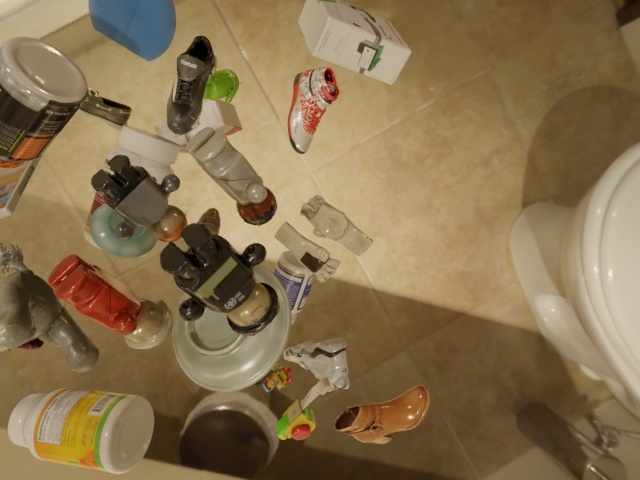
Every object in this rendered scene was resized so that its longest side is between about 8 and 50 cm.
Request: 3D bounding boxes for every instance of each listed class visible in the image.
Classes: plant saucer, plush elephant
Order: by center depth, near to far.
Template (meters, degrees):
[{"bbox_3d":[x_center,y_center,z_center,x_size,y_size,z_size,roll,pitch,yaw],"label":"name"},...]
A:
[{"bbox_3d":[-0.699,0.190,0.954,0.255,0.272,0.330,-39,69,-8],"label":"plush elephant"},{"bbox_3d":[-0.574,-0.042,1.343,0.194,0.037,0.195,18,53,-25],"label":"plant saucer"},{"bbox_3d":[-0.288,0.239,1.357,0.400,0.100,0.401,-7,67,17],"label":"plant saucer"}]

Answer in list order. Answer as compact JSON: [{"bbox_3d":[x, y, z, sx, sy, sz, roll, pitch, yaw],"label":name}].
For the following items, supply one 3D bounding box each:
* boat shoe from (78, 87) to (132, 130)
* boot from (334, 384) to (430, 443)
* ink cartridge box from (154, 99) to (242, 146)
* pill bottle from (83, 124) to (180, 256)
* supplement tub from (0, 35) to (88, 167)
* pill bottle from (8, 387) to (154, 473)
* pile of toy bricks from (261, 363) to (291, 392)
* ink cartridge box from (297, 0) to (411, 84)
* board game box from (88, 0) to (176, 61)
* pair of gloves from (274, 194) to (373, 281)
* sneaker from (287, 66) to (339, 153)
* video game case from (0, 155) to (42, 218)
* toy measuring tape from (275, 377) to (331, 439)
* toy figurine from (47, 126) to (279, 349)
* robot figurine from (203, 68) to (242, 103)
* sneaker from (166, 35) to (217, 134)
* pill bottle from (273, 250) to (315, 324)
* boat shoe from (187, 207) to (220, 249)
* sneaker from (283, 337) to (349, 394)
[{"bbox_3d":[-0.772,-0.464,1.532,0.109,0.305,0.091,35,98,23],"label":"boat shoe"},{"bbox_3d":[0.138,0.381,1.009,0.152,0.073,0.197,30,107,-32],"label":"boot"},{"bbox_3d":[-0.492,-0.460,1.853,0.283,0.207,0.117,-20,94,13],"label":"ink cartridge box"},{"bbox_3d":[-0.620,-0.165,1.515,0.224,0.224,0.392,21,99,-7],"label":"pill bottle"},{"bbox_3d":[-0.444,-0.195,0.674,0.190,0.117,0.117,-30,98,30],"label":"supplement tub"},{"bbox_3d":[-0.465,0.360,0.879,0.245,0.136,0.136,0,95,16],"label":"pill bottle"},{"bbox_3d":[-0.192,0.421,1.596,0.212,0.118,0.105,48,113,19],"label":"pile of toy bricks"},{"bbox_3d":[0.075,-0.457,1.026,0.219,0.160,0.093,8,135,-28],"label":"ink cartridge box"},{"bbox_3d":[-0.355,-0.428,0.855,0.033,0.168,0.133,24,93,37],"label":"board game box"},{"bbox_3d":[0.000,0.000,1.213,0.204,0.042,0.240,43,133,-9],"label":"pair of gloves"},{"bbox_3d":[-0.020,-0.415,1.437,0.090,0.145,0.270,11,81,-49],"label":"sneaker"},{"bbox_3d":[-0.867,-0.130,1.197,0.204,0.285,0.025,-18,132,2],"label":"video game case"},{"bbox_3d":[-0.038,0.595,1.583,0.121,0.121,0.330,36,113,-7],"label":"toy measuring tape"},{"bbox_3d":[-0.149,0.004,0.497,0.213,0.148,0.210,-14,52,18],"label":"toy figurine"},{"bbox_3d":[-0.259,-0.400,1.166,0.101,0.067,0.115,42,52,19],"label":"robot figurine"},{"bbox_3d":[-0.287,-0.348,0.992,0.078,0.106,0.234,16,72,-4],"label":"sneaker"},{"bbox_3d":[-0.118,0.185,1.737,0.153,0.153,0.265,17,111,-7],"label":"pill bottle"},{"bbox_3d":[-0.463,-0.031,1.860,0.110,0.307,0.105,19,62,-22],"label":"boat shoe"},{"bbox_3d":[-0.019,0.543,1.949,0.137,0.365,0.210,-6,80,-46],"label":"sneaker"}]
